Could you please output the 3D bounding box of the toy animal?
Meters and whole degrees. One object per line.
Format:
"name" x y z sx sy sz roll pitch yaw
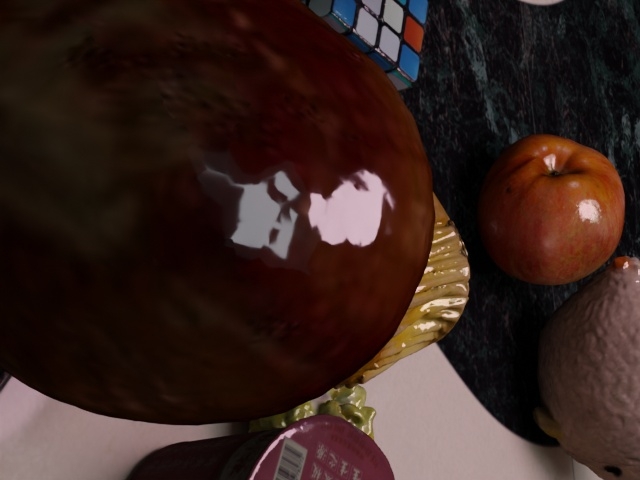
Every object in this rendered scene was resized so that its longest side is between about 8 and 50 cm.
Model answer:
"toy animal" 0.398 0.187 1.658 0.188 0.226 0.358 -22 113 -46

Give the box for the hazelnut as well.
"hazelnut" -0.120 -0.044 0.882 0.353 0.421 0.421 -49 126 -8

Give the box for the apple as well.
"apple" 0.309 -0.045 1.621 0.209 0.209 0.164 -53 148 -43

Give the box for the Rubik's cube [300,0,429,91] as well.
"Rubik's cube" 0.012 -0.249 1.318 0.151 0.155 0.154 34 56 -43

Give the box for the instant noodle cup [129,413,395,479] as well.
"instant noodle cup" -0.061 0.272 1.086 0.235 0.178 0.235 9 78 -49

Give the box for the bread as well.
"bread" 0.000 0.000 1.185 0.156 0.204 0.288 -15 76 -53

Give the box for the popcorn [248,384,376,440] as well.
"popcorn" -0.010 0.198 1.234 0.141 0.162 0.135 -20 136 -29
